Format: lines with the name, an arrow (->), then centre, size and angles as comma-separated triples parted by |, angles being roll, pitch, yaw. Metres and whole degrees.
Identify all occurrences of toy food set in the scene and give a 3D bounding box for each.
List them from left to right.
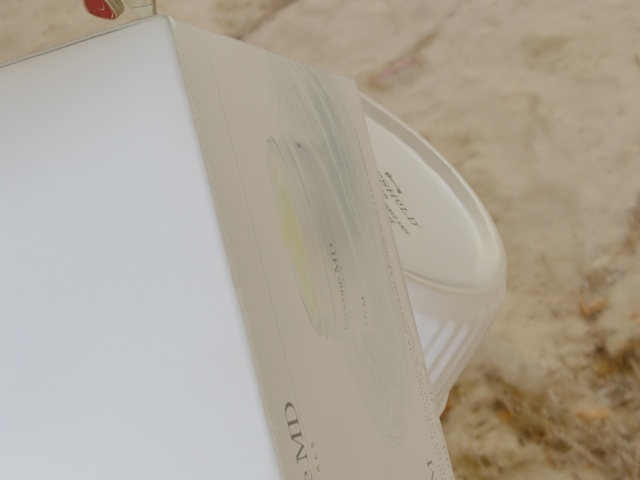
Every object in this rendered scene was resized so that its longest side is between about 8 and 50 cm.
toy food set -> -0.142, -0.186, 0.967 | 0.078, 0.122, 0.019 | 5, 43, 31

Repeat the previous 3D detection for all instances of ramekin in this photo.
ramekin -> 0.000, 0.000, 1.020 | 0.127, 0.273, 0.273 | -51, 26, 26

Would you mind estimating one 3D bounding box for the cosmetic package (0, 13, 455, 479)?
cosmetic package -> -0.050, 0.046, 0.632 | 0.138, 0.224, 0.224 | -15, -4, 18
